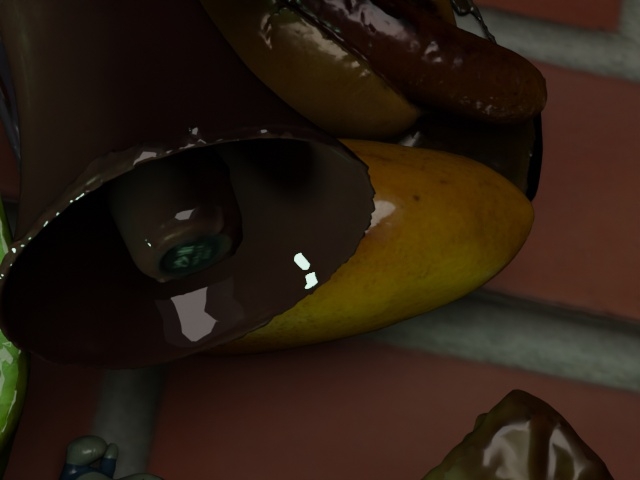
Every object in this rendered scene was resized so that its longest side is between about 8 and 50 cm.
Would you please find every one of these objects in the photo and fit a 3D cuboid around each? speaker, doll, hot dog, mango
[{"bbox_3d":[-0.071,-0.129,0.937,0.259,0.198,0.329,-19,62,6],"label":"speaker"},{"bbox_3d":[-0.117,0.154,1.025,0.083,0.050,0.076,20,48,3],"label":"doll"},{"bbox_3d":[0.012,-0.154,1.142,0.326,0.107,0.194,21,66,1],"label":"hot dog"},{"bbox_3d":[0.000,0.000,1.059,0.252,0.154,0.126,-5,75,5],"label":"mango"}]

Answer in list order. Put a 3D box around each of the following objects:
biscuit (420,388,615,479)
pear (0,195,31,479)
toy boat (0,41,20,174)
[{"bbox_3d":[0.081,0.321,0.877,0.395,0.166,0.342,-43,79,-6],"label":"biscuit"},{"bbox_3d":[-0.266,0.081,0.972,0.286,0.176,0.282,-35,77,-15],"label":"pear"},{"bbox_3d":[-0.197,-0.203,1.095,0.318,0.072,0.219,48,111,23],"label":"toy boat"}]
